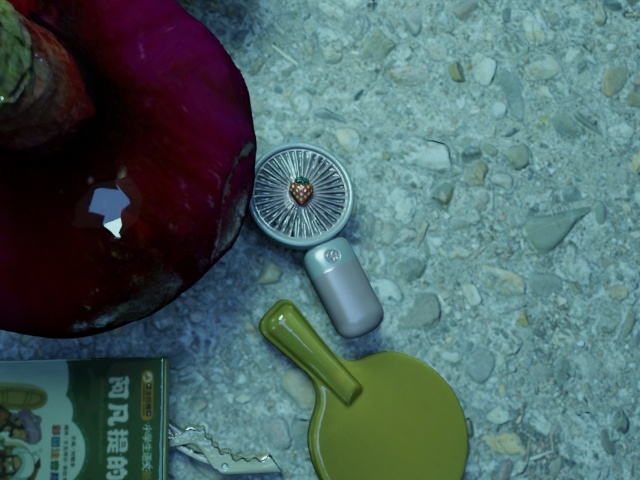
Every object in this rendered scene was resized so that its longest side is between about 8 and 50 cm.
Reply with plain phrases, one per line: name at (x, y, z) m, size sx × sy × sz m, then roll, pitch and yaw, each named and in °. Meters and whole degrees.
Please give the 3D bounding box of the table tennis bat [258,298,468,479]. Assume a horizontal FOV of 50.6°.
table tennis bat at (0.049, 0.198, 0.811) m, size 0.321 × 0.050 × 0.198 m, roll 47°, pitch 72°, yaw -5°

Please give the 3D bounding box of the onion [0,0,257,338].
onion at (-0.250, -0.116, 0.608) m, size 0.397 × 0.420 × 0.399 m, roll 2°, pitch 73°, yaw -7°

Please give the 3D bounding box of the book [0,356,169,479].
book at (-0.295, 0.228, 0.721) m, size 0.263 × 0.027 × 0.202 m, roll -1°, pitch 82°, yaw -1°

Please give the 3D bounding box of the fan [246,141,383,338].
fan at (0.000, 0.000, 0.803) m, size 0.130 × 0.074 × 0.244 m, roll -25°, pitch 80°, yaw -16°

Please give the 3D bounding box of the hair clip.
hair clip at (-0.151, 0.230, 0.772) m, size 0.225 × 0.034 × 0.072 m, roll 31°, pitch 80°, yaw -7°
